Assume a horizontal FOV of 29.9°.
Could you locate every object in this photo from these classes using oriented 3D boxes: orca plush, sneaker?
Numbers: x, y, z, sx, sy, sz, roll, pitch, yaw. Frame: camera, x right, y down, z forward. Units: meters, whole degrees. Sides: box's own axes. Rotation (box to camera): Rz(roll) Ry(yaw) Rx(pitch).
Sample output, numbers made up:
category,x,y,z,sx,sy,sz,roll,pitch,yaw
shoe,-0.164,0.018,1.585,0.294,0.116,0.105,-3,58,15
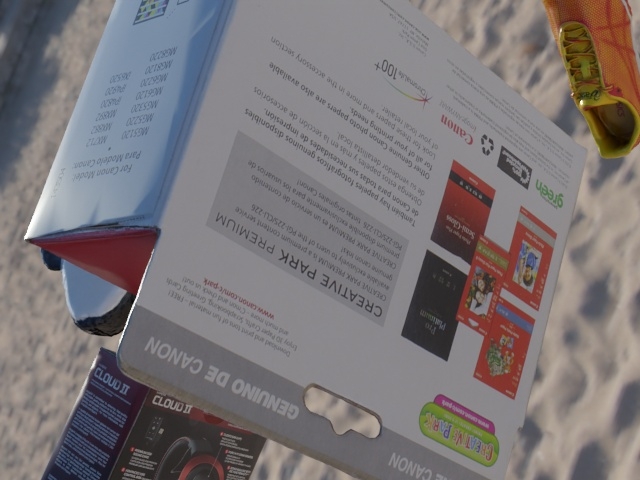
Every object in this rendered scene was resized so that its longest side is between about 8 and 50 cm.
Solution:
category,x,y,z,sx,sy,sz,roll,pitch,yaw
orca plush,-0.201,-0.007,1.233,0.151,0.102,0.287,-25,46,5
sneaker,0.223,-0.145,0.964,0.064,0.175,0.067,-13,29,39

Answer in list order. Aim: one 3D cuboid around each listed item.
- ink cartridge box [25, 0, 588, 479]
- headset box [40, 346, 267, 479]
category,x,y,z,sx,sy,sz,roll,pitch,yaw
ink cartridge box,0.000,0.000,0.719,0.130,0.309,0.272,-4,62,47
headset box,-0.195,0.268,1.386,0.110,0.218,0.293,23,88,42
